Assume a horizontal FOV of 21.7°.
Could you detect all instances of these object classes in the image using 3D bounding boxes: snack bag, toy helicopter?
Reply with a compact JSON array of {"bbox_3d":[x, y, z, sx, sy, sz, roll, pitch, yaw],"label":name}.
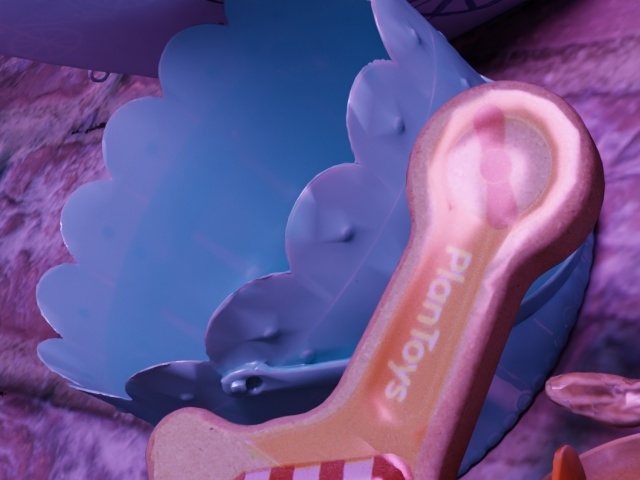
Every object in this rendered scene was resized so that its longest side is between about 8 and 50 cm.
[{"bbox_3d":[-0.031,-0.159,0.987,0.323,0.343,0.037,-21,71,46],"label":"snack bag"},{"bbox_3d":[0.037,0.103,0.687,0.235,0.140,0.355,21,83,29],"label":"toy helicopter"}]

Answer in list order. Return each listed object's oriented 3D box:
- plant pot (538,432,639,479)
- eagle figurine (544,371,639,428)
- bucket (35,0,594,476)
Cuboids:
[{"bbox_3d":[0.118,0.188,0.671,0.236,0.032,0.236,-37,34,30],"label":"plant pot"},{"bbox_3d":[0.201,0.127,0.457,0.226,0.225,0.298,-31,24,20],"label":"eagle figurine"},{"bbox_3d":[0.000,0.000,0.898,0.281,0.183,0.281,-37,33,30],"label":"bucket"}]
